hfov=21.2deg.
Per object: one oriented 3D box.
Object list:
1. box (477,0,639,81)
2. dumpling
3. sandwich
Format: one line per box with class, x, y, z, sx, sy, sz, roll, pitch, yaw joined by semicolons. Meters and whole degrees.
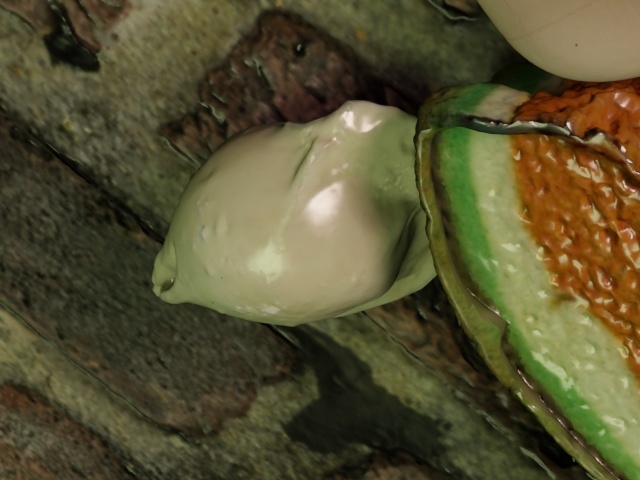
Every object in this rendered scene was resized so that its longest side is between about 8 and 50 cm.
box;0.147;-0.150;0.738;0.200;0.088;0.146;-25;106;40
dumpling;-0.001;-0.002;0.933;0.155;0.111;0.181;20;166;-26
sandwich;0.171;0.009;0.843;0.292;0.109;0.212;39;127;-7
